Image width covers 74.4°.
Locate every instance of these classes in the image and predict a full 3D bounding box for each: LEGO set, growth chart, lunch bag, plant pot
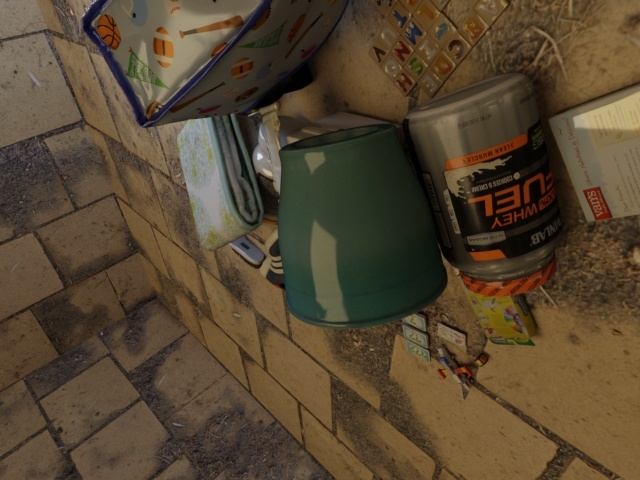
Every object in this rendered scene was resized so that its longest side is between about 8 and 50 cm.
[{"bbox_3d":[0.305,0.290,1.080,0.244,0.060,0.183,22,138,41],"label":"LEGO set"},{"bbox_3d":[-0.092,-0.175,0.905,0.172,0.021,0.237,-138,34,-63],"label":"growth chart"},{"bbox_3d":[-0.130,-0.390,0.700,0.385,0.328,0.239,-25,101,31],"label":"lunch bag"},{"bbox_3d":[0.050,-0.042,0.671,0.271,0.271,0.255,11,120,48],"label":"plant pot"}]

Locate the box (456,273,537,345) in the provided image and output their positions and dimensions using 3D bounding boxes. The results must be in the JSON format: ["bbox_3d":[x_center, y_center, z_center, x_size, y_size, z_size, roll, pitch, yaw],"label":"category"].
[{"bbox_3d":[0.370,0.136,0.873,0.105,0.043,0.179,-16,102,56],"label":"box"}]

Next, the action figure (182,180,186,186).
[{"bbox_3d":[-0.311,-0.260,1.371,0.330,0.178,0.342,28,111,28],"label":"action figure"}]

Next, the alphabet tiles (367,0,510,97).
[{"bbox_3d":[0.171,-0.371,0.721,0.198,0.009,0.237,52,147,7],"label":"alphabet tiles"}]

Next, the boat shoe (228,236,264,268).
[{"bbox_3d":[-0.308,0.027,1.643,0.228,0.080,0.076,36,142,16],"label":"boat shoe"}]

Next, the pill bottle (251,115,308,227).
[{"bbox_3d":[-0.106,-0.175,1.113,0.162,0.162,0.278,44,145,19],"label":"pill bottle"}]

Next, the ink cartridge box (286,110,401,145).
[{"bbox_3d":[0.055,-0.127,0.898,0.171,0.168,0.233,25,136,35],"label":"ink cartridge box"}]

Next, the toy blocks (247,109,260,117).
[{"bbox_3d":[-0.178,-0.409,1.105,0.123,0.054,0.148,3,120,52],"label":"toy blocks"}]

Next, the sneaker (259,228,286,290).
[{"bbox_3d":[-0.094,0.056,1.349,0.148,0.131,0.350,41,151,11],"label":"sneaker"}]

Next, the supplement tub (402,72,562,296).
[{"bbox_3d":[0.266,-0.082,0.678,0.193,0.193,0.316,1,120,52],"label":"supplement tub"}]

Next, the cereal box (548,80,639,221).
[{"bbox_3d":[0.445,-0.125,0.539,0.240,0.047,0.173,-11,109,56],"label":"cereal box"}]

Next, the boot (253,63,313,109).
[{"bbox_3d":[-0.233,-0.523,0.995,0.367,0.146,0.445,-4,116,52],"label":"boot"}]

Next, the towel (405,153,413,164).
[{"bbox_3d":[0.125,-0.181,0.933,0.152,0.023,0.113,44,146,18],"label":"towel"}]

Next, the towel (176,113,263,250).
[{"bbox_3d":[-0.285,-0.177,1.151,0.320,0.090,0.375,-20,83,58],"label":"towel"}]
